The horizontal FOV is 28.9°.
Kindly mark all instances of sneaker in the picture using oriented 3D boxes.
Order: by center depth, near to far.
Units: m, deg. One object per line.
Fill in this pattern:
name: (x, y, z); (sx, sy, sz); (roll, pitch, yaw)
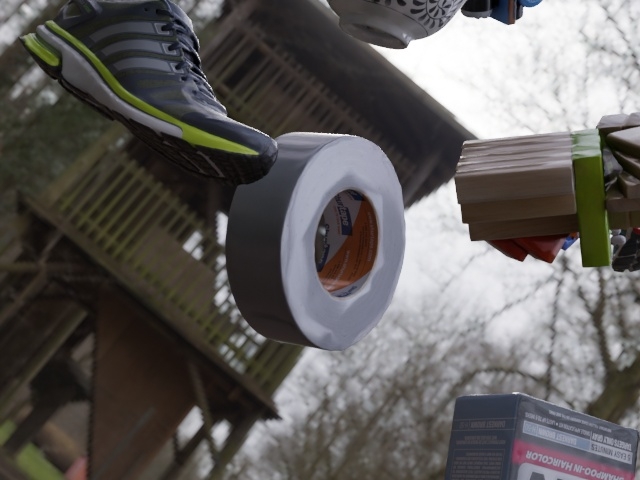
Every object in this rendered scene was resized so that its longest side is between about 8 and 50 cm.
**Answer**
sneaker: (-0.147, -0.155, 1.134); (0.300, 0.121, 0.111); (34, -5, 26)
sneaker: (0.506, -0.045, 1.931); (0.275, 0.107, 0.110); (85, -3, -54)

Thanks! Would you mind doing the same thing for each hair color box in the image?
hair color box: (0.219, 0.366, 1.315); (0.185, 0.375, 0.113); (19, -18, -29)

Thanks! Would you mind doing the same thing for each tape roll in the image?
tape roll: (0.000, 0.000, 1.265); (0.072, 0.219, 0.219); (7, -31, 37)

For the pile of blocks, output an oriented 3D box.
pile of blocks: (0.272, -0.036, 0.934); (0.149, 0.362, 0.113); (-130, -152, -70)

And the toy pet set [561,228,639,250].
toy pet set: (0.332, -0.008, 1.596); (0.122, 0.065, 0.114); (-2, 28, -42)

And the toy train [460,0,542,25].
toy train: (0.192, -0.325, 1.360); (0.080, 0.105, 0.184); (42, -39, 51)

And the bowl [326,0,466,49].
bowl: (0.065, -0.242, 1.248); (0.170, 0.080, 0.170); (19, -3, 1)
